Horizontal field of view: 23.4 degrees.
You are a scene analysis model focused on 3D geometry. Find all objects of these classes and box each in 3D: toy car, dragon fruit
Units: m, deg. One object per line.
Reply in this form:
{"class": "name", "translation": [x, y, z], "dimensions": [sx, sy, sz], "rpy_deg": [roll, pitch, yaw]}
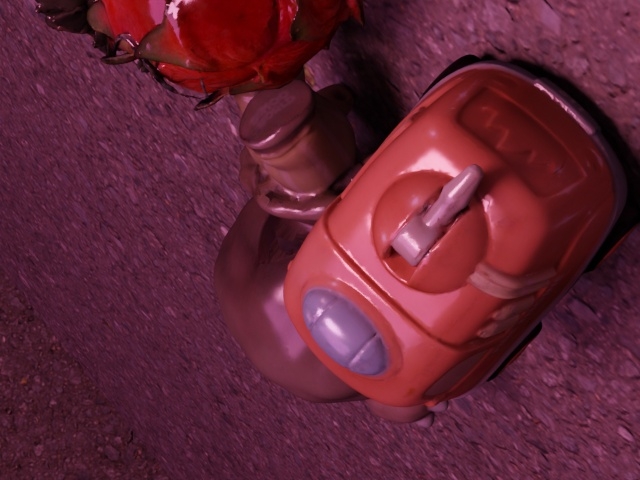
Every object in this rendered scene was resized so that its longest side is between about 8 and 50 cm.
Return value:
{"class": "toy car", "translation": [0.083, 0.007, 1.109], "dimensions": [0.180, 0.212, 0.270], "rpy_deg": [44, 123, 11]}
{"class": "dragon fruit", "translation": [-0.078, -0.198, 1.159], "dimensions": [0.274, 0.193, 0.192], "rpy_deg": [-23, 95, 26]}

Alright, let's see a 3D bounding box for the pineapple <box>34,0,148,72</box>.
{"class": "pineapple", "translation": [-0.238, -0.268, 1.492], "dimensions": [0.340, 0.169, 0.169], "rpy_deg": [39, 157, 9]}

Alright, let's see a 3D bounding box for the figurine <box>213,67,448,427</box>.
{"class": "figurine", "translation": [0.000, -0.001, 1.358], "dimensions": [0.248, 0.203, 0.381], "rpy_deg": [38, 154, 40]}
